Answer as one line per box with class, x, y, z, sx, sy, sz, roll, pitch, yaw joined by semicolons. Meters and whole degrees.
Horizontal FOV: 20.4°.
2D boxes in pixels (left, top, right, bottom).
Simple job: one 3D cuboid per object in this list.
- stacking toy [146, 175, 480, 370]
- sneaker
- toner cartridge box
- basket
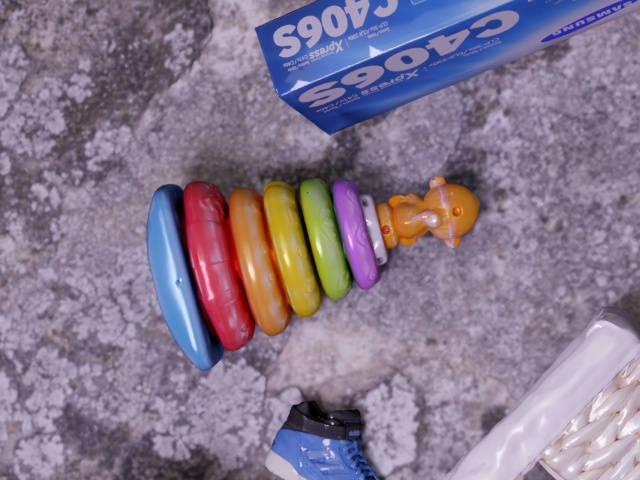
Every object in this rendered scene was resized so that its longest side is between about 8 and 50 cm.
stacking toy;0.000;0.000;1.644;0.301;0.166;0.175;-15;92;3
sneaker;0.027;0.202;1.638;0.152;0.058;0.085;27;98;26
toner cartridge box;0.130;-0.207;1.619;0.347;0.165;0.075;-22;76;13
basket;0.217;0.253;1.424;0.266;0.331;0.328;43;95;6
